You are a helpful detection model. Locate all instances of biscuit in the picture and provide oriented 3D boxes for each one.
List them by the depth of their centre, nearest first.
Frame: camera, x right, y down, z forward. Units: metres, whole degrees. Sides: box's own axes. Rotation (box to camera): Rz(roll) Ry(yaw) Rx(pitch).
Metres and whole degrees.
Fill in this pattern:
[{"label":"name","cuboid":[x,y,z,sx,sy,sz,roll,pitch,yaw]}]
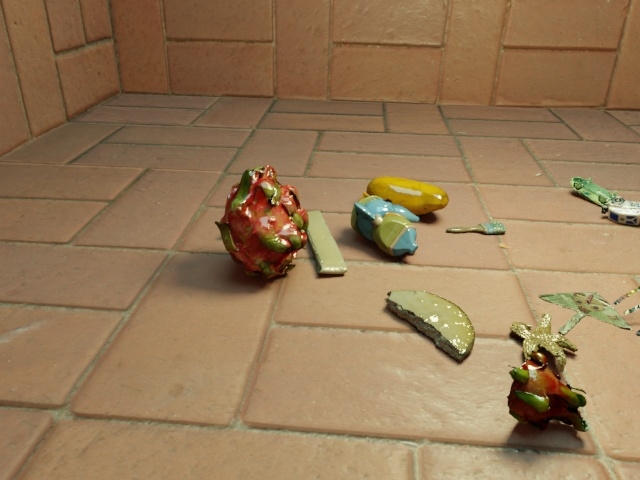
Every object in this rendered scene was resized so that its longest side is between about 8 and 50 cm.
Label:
[{"label":"biscuit","cuboid":[0.279,0.180,1.314,0.141,0.038,0.290,-16,31,-30]}]

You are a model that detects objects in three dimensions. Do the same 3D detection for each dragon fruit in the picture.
[{"label":"dragon fruit","cuboid":[0.420,0.285,1.013,0.175,0.138,0.142,22,9,14]},{"label":"dragon fruit","cuboid":[-0.151,-0.048,1.471,0.237,0.302,0.231,-4,1,1]}]

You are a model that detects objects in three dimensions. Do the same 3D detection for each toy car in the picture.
[{"label":"toy car","cuboid":[1.040,-0.096,1.824,0.171,0.080,0.070,9,59,30]},{"label":"toy car","cuboid":[1.010,-0.176,2.011,0.094,0.058,0.186,-18,45,-33]}]

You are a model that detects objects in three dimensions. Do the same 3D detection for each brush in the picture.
[{"label":"brush","cuboid":[0.503,-0.038,1.766,0.197,0.021,0.070,-2,26,-5]}]

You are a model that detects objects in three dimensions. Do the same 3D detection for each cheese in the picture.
[{"label":"cheese","cuboid":[0.001,-0.002,1.666,0.085,0.034,0.400,-4,28,-9]}]

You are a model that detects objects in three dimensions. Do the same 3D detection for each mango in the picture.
[{"label":"mango","cuboid":[0.298,-0.145,1.867,0.295,0.120,0.177,17,24,26]}]

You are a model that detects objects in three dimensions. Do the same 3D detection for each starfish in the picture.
[{"label":"starfish","cuboid":[0.507,0.219,1.233,0.150,0.053,0.210,18,30,21]}]

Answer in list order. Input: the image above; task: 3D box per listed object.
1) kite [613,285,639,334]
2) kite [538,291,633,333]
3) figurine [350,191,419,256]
[{"label":"kite","cuboid":[0.856,0.134,1.339,0.286,0.015,0.152,-24,59,-15]},{"label":"kite","cuboid":[0.658,0.179,1.361,0.229,0.012,0.250,22,35,37]},{"label":"figurine","cuboid":[0.204,-0.041,1.658,0.262,0.153,0.180,39,34,26]}]
